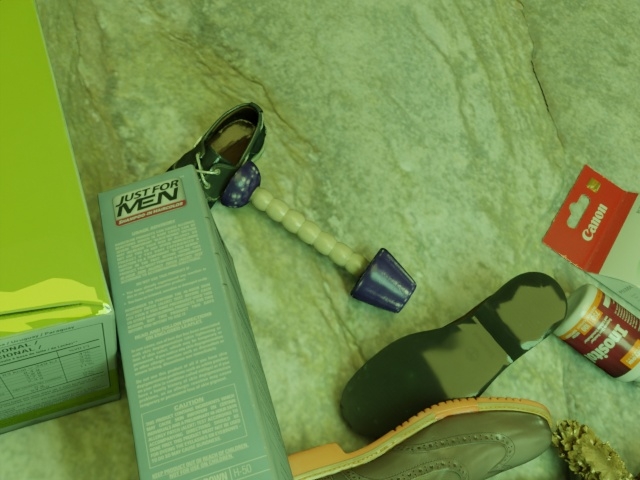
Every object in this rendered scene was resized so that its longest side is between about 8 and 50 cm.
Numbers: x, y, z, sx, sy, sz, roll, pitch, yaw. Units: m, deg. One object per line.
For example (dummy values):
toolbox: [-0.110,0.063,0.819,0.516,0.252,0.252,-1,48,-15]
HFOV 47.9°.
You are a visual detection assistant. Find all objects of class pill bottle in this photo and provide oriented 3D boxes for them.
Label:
pill bottle: [0.398,0.134,0.973,0.152,0.086,0.086,36,63,4]

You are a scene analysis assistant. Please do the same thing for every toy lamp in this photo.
toy lamp: [0.000,0.000,0.940,0.274,0.080,0.080,33,63,3]

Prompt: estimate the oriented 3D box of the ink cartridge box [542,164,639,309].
ink cartridge box: [0.469,-0.004,1.075,0.224,0.056,0.181,37,62,2]

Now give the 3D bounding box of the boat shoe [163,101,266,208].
boat shoe: [-0.155,-0.093,0.945,0.084,0.079,0.233,39,64,3]

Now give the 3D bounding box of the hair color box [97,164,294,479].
hair color box: [-0.121,0.127,0.730,0.113,0.185,0.375,-17,54,-4]

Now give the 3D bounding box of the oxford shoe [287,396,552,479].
oxford shoe: [0.105,0.279,0.787,0.363,0.130,0.133,-17,41,-9]

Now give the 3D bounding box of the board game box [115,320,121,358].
board game box: [-0.200,0.137,0.799,0.020,0.090,0.090,-24,112,-10]

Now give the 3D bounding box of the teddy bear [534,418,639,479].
teddy bear: [0.314,0.349,0.857,0.337,0.113,0.245,-27,68,-15]

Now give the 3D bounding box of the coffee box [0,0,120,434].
coffee box: [-0.397,0.009,0.691,0.337,0.334,0.338,-13,70,-19]

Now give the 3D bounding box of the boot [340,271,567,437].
boot: [0.166,0.153,0.906,0.305,0.115,0.112,-30,76,-5]
